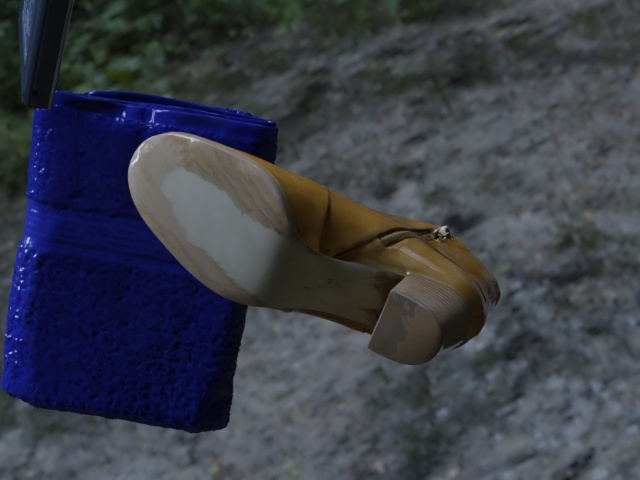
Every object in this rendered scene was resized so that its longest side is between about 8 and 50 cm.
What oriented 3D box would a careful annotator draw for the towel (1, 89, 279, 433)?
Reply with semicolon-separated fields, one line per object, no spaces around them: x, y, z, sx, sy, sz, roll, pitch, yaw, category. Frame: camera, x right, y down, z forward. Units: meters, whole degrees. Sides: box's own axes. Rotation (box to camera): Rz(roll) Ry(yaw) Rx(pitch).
-0.171;0.016;1.597;0.228;0.308;0.076;10;9;1;towel

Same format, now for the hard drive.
-0.177;-0.166;1.102;0.022;0.094;0.135;4;-44;-17;hard drive

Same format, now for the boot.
0.001;0.000;1.366;0.104;0.295;0.211;-61;-8;16;boot
